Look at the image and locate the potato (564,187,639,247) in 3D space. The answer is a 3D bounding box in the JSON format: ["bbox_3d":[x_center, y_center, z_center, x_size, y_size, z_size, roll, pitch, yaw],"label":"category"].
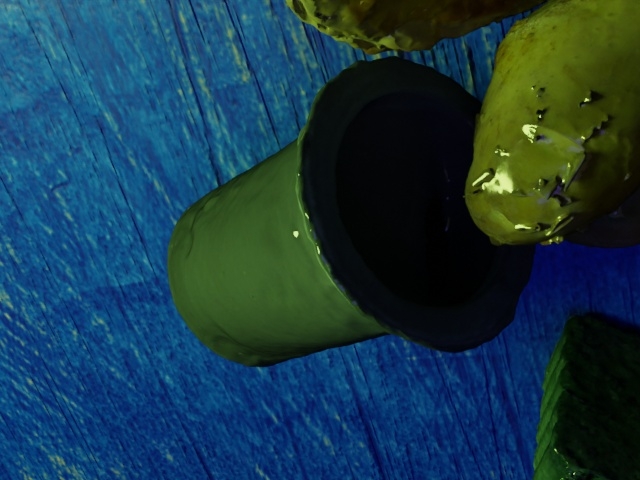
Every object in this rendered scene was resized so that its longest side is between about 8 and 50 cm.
[{"bbox_3d":[0.245,-0.052,1.031,0.202,0.117,0.182,36,123,-12],"label":"potato"}]

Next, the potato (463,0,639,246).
[{"bbox_3d":[0.218,-0.123,0.899,0.300,0.173,0.140,-48,127,-1],"label":"potato"}]

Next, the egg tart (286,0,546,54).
[{"bbox_3d":[0.104,-0.270,0.834,0.341,0.341,0.129,-43,65,35],"label":"egg tart"}]

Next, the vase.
[{"bbox_3d":[0.000,0.000,1.031,0.245,0.245,0.291,45,144,-19],"label":"vase"}]

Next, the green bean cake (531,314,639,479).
[{"bbox_3d":[0.306,0.190,1.137,0.194,0.208,0.107,20,131,1],"label":"green bean cake"}]
